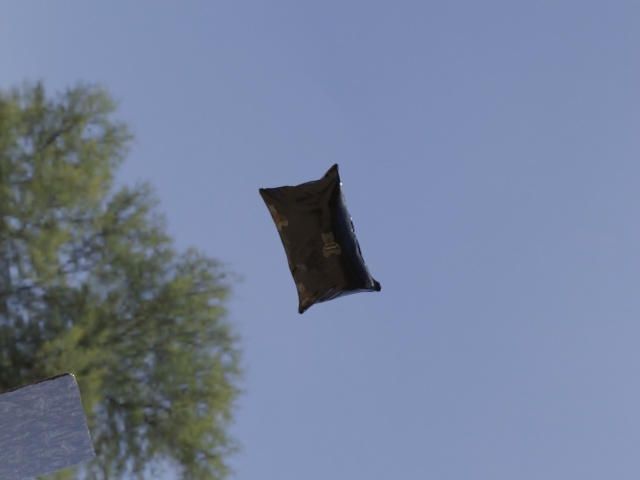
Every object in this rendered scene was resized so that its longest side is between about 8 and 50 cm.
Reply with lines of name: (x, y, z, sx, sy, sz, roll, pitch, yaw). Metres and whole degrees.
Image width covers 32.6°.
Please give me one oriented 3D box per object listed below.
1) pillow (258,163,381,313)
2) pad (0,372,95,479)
pillow: (0.000, 0.000, 1.166, 0.090, 0.048, 0.150, -10, -71, 24)
pad: (-0.260, 0.145, 0.678, 0.158, 0.235, 0.003, 101, -30, -60)
